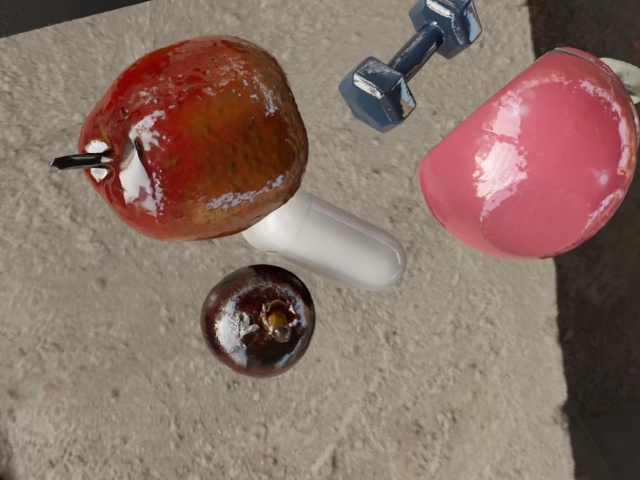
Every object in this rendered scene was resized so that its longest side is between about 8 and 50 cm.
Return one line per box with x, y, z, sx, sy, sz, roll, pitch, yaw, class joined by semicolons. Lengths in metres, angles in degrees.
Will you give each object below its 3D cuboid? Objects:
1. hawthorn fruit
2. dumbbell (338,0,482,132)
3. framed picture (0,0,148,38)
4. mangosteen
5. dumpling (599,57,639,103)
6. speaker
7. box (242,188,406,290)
-0.196;-0.133;0.912;0.369;0.285;0.284;-18;109;-43;hawthorn fruit
0.186;-0.372;1.365;0.325;0.144;0.160;-49;132;-17;dumbbell
-0.410;-0.403;0.897;0.324;0.013;0.244;-17;133;-8;framed picture
-0.110;0.156;1.315;0.236;0.261;0.235;2;85;-24;mangosteen
0.615;-0.325;1.410;0.150;0.177;0.092;10;88;-41;dumpling
0.279;-0.117;0.901;0.295;0.294;0.294;-3;103;-13;speaker
0.001;-0.001;1.454;0.349;0.289;0.141;25;83;-16;box
